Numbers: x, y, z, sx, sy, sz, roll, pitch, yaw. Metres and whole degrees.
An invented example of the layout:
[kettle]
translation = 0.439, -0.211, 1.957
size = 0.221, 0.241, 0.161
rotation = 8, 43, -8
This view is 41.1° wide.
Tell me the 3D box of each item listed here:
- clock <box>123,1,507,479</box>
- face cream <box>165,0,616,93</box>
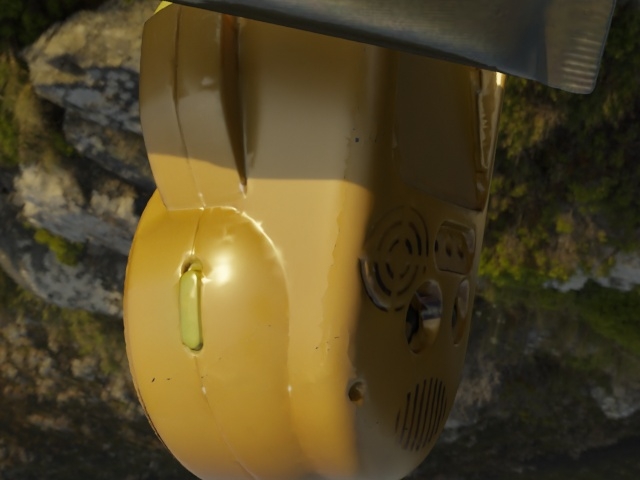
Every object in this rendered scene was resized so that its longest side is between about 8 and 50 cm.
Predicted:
[clock]
translation = 0.000, 0.000, 0.541
size = 0.200, 0.316, 0.244
rotation = -2, 173, 33
[face cream]
translation = -0.061, -0.135, 0.315
size = 0.341, 0.084, 0.137
rotation = 15, 150, 15
